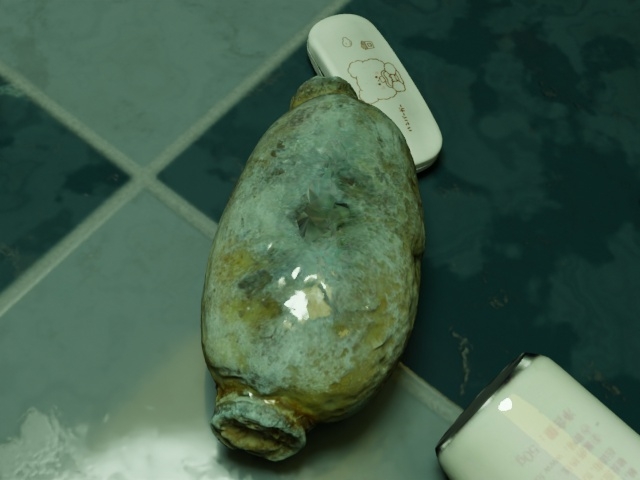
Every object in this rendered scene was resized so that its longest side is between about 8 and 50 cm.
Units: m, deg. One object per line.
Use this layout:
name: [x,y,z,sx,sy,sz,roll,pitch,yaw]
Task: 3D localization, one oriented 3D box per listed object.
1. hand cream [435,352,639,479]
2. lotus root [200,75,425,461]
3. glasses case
hand cream: [0.241,0.241,0.654,0.359,0.118,0.185,46,103,17]
lotus root: [0.001,-0.001,0.741,0.175,0.175,0.350,10,61,0]
glasses case: [0.051,-0.146,0.889,0.074,0.049,0.193,-20,64,-16]
